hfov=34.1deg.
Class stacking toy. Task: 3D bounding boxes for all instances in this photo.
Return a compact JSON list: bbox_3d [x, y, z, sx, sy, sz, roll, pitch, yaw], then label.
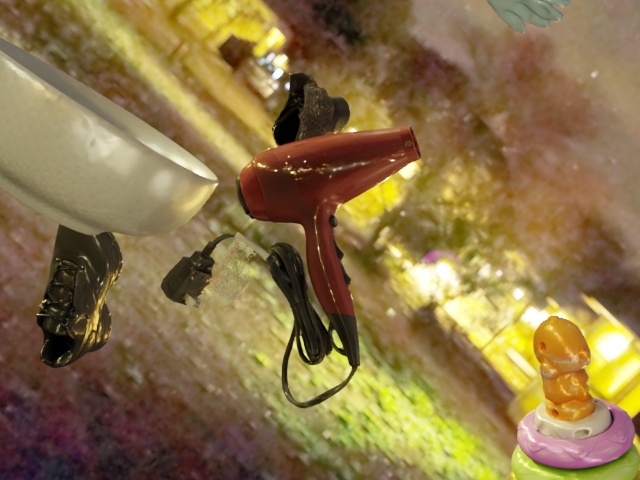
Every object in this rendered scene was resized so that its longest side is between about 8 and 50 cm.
[{"bbox_3d":[0.234,0.206,0.964,0.175,0.166,0.301,21,-55,59],"label":"stacking toy"}]

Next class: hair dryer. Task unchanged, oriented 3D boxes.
[{"bbox_3d":[0.000,0.000,1.059,0.224,0.293,0.080,35,2,15],"label":"hair dryer"}]

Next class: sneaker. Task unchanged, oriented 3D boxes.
[{"bbox_3d":[-0.025,-0.113,1.169,0.089,0.170,0.051,-11,51,-44],"label":"sneaker"},{"bbox_3d":[-0.398,0.086,1.684,0.109,0.286,0.130,17,30,18],"label":"sneaker"}]

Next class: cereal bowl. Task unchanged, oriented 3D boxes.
[{"bbox_3d":[-0.299,-0.106,1.245,0.339,0.141,0.339,33,3,-2],"label":"cereal bowl"}]

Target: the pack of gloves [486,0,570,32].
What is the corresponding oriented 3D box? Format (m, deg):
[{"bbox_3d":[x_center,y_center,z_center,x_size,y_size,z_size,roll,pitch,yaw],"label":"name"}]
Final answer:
[{"bbox_3d":[0.246,-0.338,1.193,0.232,0.195,0.046,27,33,-31],"label":"pack of gloves"}]
